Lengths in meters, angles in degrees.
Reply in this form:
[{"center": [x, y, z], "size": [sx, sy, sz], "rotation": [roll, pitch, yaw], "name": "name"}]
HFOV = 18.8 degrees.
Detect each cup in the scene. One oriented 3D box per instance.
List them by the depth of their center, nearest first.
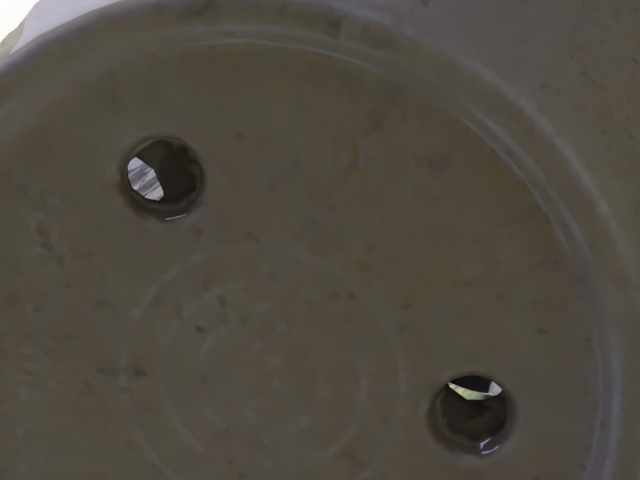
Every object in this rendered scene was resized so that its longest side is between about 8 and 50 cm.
[{"center": [0.000, 0.000, 0.504], "size": [0.331, 0.331, 0.237], "rotation": [-32, 10, 15], "name": "cup"}]

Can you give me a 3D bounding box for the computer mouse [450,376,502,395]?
[{"center": [0.112, 0.035, 0.808], "size": [0.106, 0.042, 0.193], "rotation": [-47, 21, -30], "name": "computer mouse"}]
